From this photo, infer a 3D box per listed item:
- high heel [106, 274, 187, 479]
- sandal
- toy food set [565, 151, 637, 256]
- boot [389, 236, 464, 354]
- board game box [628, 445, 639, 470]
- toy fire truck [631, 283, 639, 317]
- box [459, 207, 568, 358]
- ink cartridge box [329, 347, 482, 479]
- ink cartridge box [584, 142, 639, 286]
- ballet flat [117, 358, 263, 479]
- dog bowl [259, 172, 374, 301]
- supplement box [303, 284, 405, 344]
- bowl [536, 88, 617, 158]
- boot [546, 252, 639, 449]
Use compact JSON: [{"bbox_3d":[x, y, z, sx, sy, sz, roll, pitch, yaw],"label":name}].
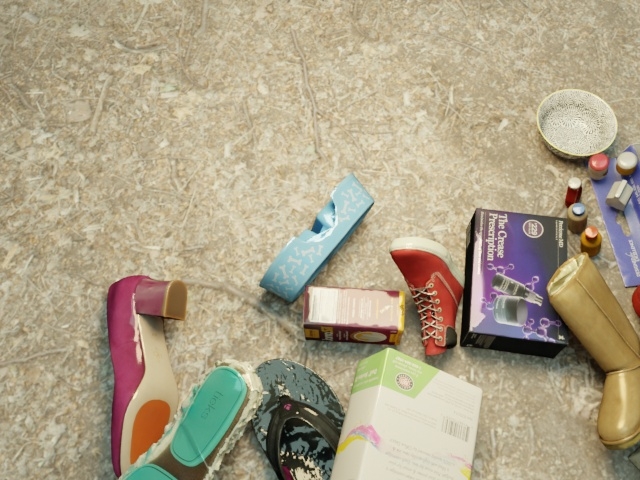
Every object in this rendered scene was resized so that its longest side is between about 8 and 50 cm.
[{"bbox_3d":[-0.361,0.251,1.286,0.181,0.127,0.378,-3,65,32],"label":"high heel"},{"bbox_3d":[-0.006,0.400,1.179,0.167,0.107,0.446,-19,66,-7],"label":"sandal"},{"bbox_3d":[0.562,-0.095,1.376,0.111,0.104,0.232,28,82,25],"label":"toy food set"},{"bbox_3d":[0.195,0.109,1.247,0.088,0.244,0.176,-6,61,34],"label":"boot"},{"bbox_3d":[0.729,0.413,1.159,0.224,0.098,0.303,-37,68,-15],"label":"board game box"},{"bbox_3d":[0.726,0.146,1.213,0.301,0.169,0.254,1,55,-6],"label":"toy fire truck"},{"bbox_3d":[0.377,0.081,1.324,0.184,0.103,0.262,7,65,2],"label":"box"},{"bbox_3d":[0.132,0.386,1.124,0.207,0.119,0.354,26,60,-15],"label":"ink cartridge box"},{"bbox_3d":[0.744,-0.069,1.402,0.306,0.072,0.304,-6,65,-3],"label":"ink cartridge box"},{"bbox_3d":[-0.229,0.389,1.170,0.147,0.147,0.409,37,84,17],"label":"ballet flat"},{"bbox_3d":[0.000,0.000,1.345,0.074,0.166,0.297,39,71,5],"label":"dog bowl"},{"bbox_3d":[0.063,0.144,1.299,0.188,0.104,0.081,3,65,4],"label":"supplement box"},{"bbox_3d":[0.545,-0.236,1.478,0.170,0.080,0.170,-1,64,2],"label":"bowl"},{"bbox_3d":[0.485,0.193,1.201,0.270,0.089,0.236,53,48,-7],"label":"boot"}]
